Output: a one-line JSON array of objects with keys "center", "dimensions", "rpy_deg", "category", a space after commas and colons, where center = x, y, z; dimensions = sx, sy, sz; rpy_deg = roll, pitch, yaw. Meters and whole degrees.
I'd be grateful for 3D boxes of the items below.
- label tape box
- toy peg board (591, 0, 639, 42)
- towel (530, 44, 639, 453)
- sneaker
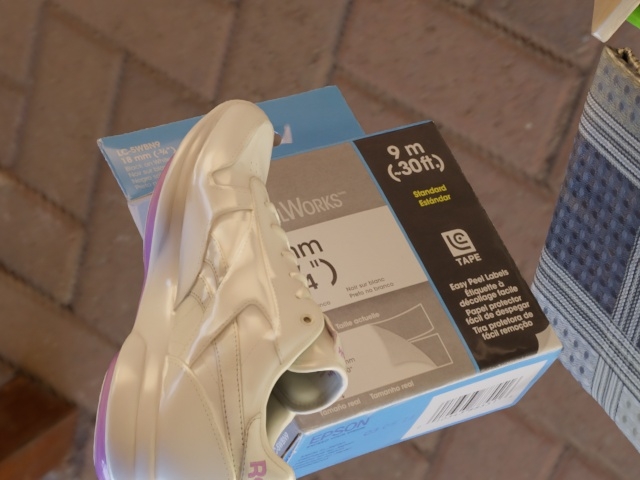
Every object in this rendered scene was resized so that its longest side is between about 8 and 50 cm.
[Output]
[{"center": [0.000, 0.000, 1.332], "dimensions": [0.333, 0.241, 0.106], "rpy_deg": [62, 150, 22], "category": "label tape box"}, {"center": [0.322, -0.256, 1.488], "dimensions": [0.079, 0.160, 0.161], "rpy_deg": [31, 127, -11], "category": "toy peg board"}, {"center": [0.299, 0.041, 1.412], "dimensions": [0.324, 0.056, 0.312], "rpy_deg": [54, 143, 45], "category": "towel"}, {"center": [-0.049, 0.044, 1.111], "dimensions": [0.152, 0.305, 0.114], "rpy_deg": [6, 148, 7], "category": "sneaker"}]
